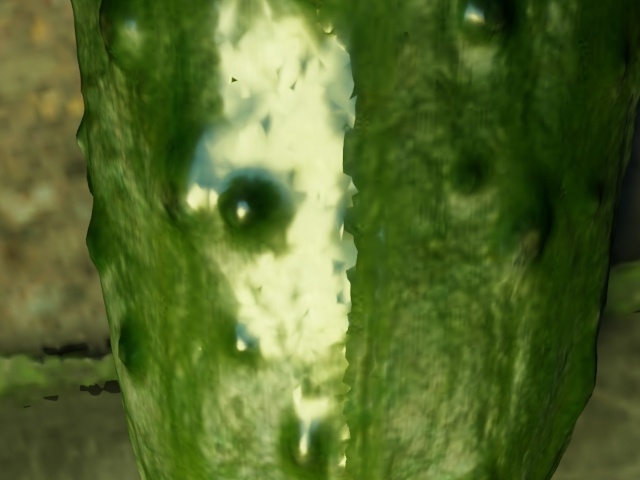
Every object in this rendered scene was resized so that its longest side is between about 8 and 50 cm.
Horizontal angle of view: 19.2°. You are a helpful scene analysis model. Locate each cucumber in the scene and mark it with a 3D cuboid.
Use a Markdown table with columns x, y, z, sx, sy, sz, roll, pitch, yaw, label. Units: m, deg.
| x | y | z | sx | sy | sz | roll | pitch | yaw | label |
| --- | --- | --- | --- | --- | --- | --- | --- | --- | --- |
| 0.003 | 0.000 | 0.408 | 0.134 | 0.134 | 0.244 | 8 | 103 | 15 | cucumber |
